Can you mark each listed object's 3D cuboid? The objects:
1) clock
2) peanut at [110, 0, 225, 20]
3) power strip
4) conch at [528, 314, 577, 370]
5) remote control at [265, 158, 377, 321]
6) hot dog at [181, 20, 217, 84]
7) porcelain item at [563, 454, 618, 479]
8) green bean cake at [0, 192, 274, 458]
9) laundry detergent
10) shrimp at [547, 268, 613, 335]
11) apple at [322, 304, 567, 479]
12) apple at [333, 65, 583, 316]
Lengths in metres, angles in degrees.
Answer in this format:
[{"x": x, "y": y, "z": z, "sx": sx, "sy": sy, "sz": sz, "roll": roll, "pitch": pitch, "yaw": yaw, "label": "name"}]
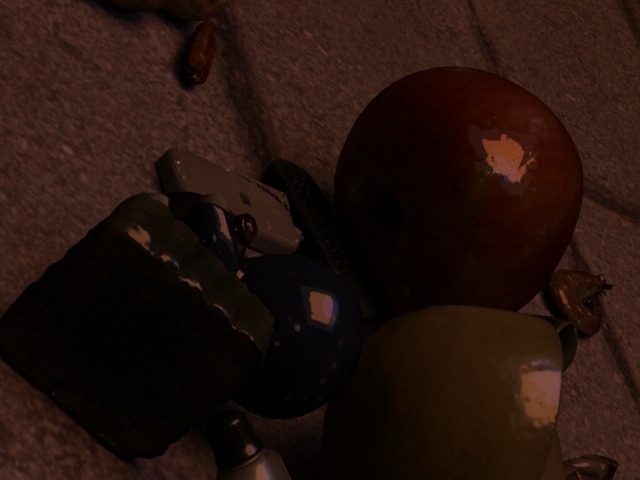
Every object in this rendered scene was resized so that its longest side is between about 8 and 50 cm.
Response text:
[{"x": -0.079, "y": 0.068, "z": 1.718, "sx": 0.243, "sy": 0.199, "sz": 0.146, "roll": 24, "pitch": 42, "yaw": -1, "label": "clock"}, {"x": -0.189, "y": -0.310, "z": 2.151, "sx": 0.229, "sy": 0.098, "sz": 0.103, "roll": -1, "pitch": 97, "yaw": -56, "label": "peanut"}, {"x": -0.096, "y": -0.040, "z": 2.010, "sx": 0.192, "sy": 0.035, "sz": 0.081, "roll": 23, "pitch": 36, "yaw": -43, "label": "power strip"}, {"x": 0.195, "y": 0.171, "z": 2.043, "sx": 0.124, "sy": 0.187, "sz": 0.181, "roll": 17, "pitch": 53, "yaw": 12, "label": "conch"}, {"x": 0.000, "y": 0.000, "z": 2.099, "sx": 0.072, "sy": 0.042, "sz": 0.222, "roll": 15, "pitch": 42, "yaw": -51, "label": "remote control"}, {"x": -0.141, "y": -0.219, "z": 2.166, "sx": 0.037, "sy": 0.049, "sz": 0.122, "roll": 7, "pitch": 29, "yaw": -1, "label": "hot dog"}, {"x": 0.285, "y": 0.282, "z": 2.142, "sx": 0.054, "sy": 0.084, "sz": 0.213, "roll": 28, "pitch": 20, "yaw": 20, "label": "porcelain item"}, {"x": -0.154, "y": 0.076, "z": 1.605, "sx": 0.185, "sy": 0.183, "sz": 0.094, "roll": 44, "pitch": 26, "yaw": -9, "label": "green bean cake"}, {"x": -0.040, "y": 0.249, "z": 1.607, "sx": 0.099, "sy": 0.070, "sz": 0.226, "roll": -40, "pitch": 110, "yaw": -54, "label": "laundry detergent"}, {"x": 0.362, "y": 0.079, "z": 2.558, "sx": 0.099, "sy": 0.041, "sz": 0.180, "roll": 57, "pitch": 27, "yaw": 12, "label": "shrimp"}, {"x": 0.117, "y": 0.208, "z": 1.780, "sx": 0.295, "sy": 0.233, "sz": 0.258, "roll": 70, "pitch": 28, "yaw": -60, "label": "apple"}, {"x": 0.167, "y": -0.052, "z": 2.129, "sx": 0.301, "sy": 0.301, "sz": 0.301, "roll": 37, "pitch": 29, "yaw": -25, "label": "apple"}]
